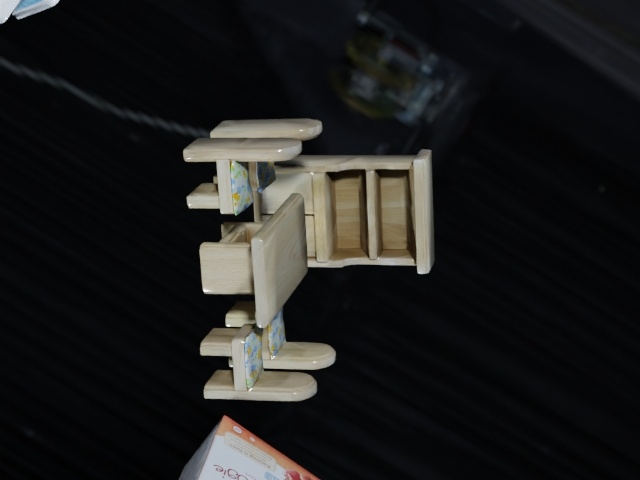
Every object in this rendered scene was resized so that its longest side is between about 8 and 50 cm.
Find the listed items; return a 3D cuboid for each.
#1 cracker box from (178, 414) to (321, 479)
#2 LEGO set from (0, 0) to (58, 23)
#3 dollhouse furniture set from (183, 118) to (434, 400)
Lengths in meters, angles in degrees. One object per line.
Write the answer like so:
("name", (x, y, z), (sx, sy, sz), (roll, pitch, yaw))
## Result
("cracker box", (-0.046, 0.244, 1.098), (0.067, 0.155, 0.232), (-53, 7, 20))
("LEGO set", (-0.166, -0.239, 0.935), (0.182, 0.060, 0.244), (-3, 51, 51))
("dollhouse furniture set", (0.000, 0.000, 1.255), (0.242, 0.161, 0.212), (-53, -39, -69))
